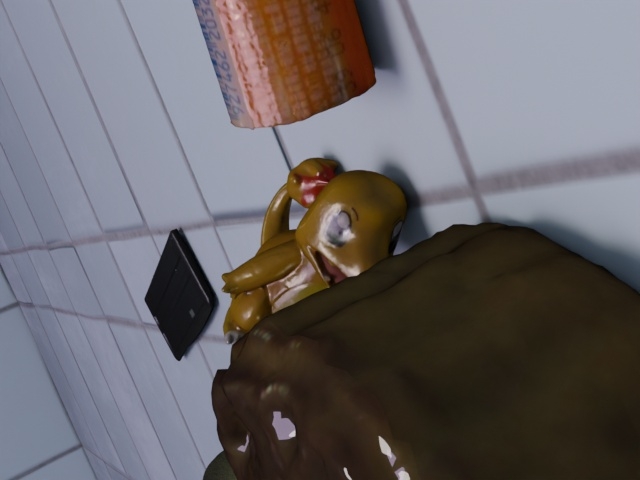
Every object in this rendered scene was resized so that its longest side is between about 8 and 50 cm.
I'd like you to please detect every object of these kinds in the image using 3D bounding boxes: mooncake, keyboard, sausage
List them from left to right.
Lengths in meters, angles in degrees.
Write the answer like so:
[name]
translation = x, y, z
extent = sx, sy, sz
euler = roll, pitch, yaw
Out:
[keyboard]
translation = -0.155, 0.053, 1.280
extent = 0.103, 0.041, 0.381
euler = 61, 165, 9
[sausage]
translation = -0.052, -0.221, 0.635
extent = 0.093, 0.093, 0.312
euler = 24, 135, 60
[mooncake]
translation = 0.082, 0.159, 0.610
extent = 0.324, 0.187, 0.324
euler = 53, 158, 33

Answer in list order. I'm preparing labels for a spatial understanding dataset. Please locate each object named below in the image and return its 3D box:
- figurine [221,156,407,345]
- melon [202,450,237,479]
[figurine]
translation = 0.001, -0.004, 0.778
extent = 0.176, 0.121, 0.122
euler = -42, 47, 55
[melon]
translation = -0.071, 0.263, 1.214
extent = 0.131, 0.098, 0.098
euler = 17, 129, 62
